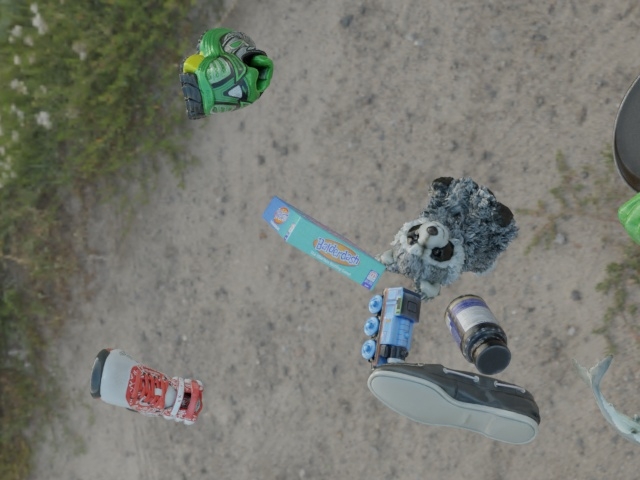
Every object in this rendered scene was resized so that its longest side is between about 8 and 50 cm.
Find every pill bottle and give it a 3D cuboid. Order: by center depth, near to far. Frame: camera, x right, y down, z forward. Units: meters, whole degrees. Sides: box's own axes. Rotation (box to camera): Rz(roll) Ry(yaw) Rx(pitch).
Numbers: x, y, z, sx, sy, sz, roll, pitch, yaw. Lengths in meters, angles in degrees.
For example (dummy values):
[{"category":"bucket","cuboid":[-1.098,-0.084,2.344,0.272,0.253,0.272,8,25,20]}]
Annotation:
[{"category":"pill bottle","cuboid":[0.410,0.245,2.115,0.219,0.123,0.123,-110,37,-58]}]

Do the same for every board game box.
[{"category":"board game box","cuboid":[0.000,0.000,1.312,0.047,0.160,0.210,-58,19,3]}]

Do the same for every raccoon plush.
[{"category":"raccoon plush","cuboid":[0.313,0.064,1.926,0.216,0.446,0.299,29,71,40]}]

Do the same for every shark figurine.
[{"category":"shark figurine","cuboid":[0.588,0.343,1.542,0.278,0.116,0.166,27,74,3]}]

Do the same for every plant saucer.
[{"category":"plant saucer","cuboid":[0.670,-0.223,1.512,0.050,0.311,0.310,-119,42,-61]}]

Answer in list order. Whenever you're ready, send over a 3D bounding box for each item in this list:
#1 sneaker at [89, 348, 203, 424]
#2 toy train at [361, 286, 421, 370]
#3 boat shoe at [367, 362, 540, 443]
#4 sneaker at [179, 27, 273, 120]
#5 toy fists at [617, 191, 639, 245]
[{"category":"sneaker","cuboid":[-0.279,0.248,1.373,0.145,0.270,0.090,8,70,8]},{"category":"toy train","cuboid":[0.148,0.185,1.706,0.105,0.080,0.184,-11,62,49]},{"category":"boat shoe","cuboid":[0.251,0.291,1.539,0.335,0.095,0.112,19,129,-3]},{"category":"sneaker","cuboid":[-0.152,-0.304,1.498,0.146,0.343,0.134,-3,118,4]},{"category":"toy fists","cuboid":[0.519,0.006,1.052,0.279,0.142,0.096,34,101,50]}]
